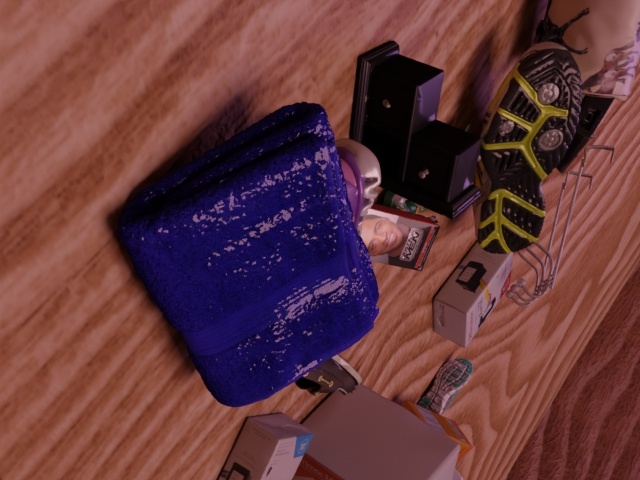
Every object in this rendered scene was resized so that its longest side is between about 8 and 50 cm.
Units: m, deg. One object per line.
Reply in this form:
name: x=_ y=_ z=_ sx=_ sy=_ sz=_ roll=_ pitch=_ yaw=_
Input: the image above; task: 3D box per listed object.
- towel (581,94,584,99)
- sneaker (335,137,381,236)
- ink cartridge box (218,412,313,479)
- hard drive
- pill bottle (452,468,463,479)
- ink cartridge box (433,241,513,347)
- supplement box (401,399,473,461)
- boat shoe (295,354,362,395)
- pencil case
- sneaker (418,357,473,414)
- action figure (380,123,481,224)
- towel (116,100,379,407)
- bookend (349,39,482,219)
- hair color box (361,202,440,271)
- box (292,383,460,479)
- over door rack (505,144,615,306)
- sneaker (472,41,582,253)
towel: x=0.449 y=-0.237 z=1.534 sx=0.237 sy=0.021 sz=0.102 roll=-60 pitch=150 yaw=-6
sneaker: x=0.000 y=0.000 z=0.960 sx=0.104 sy=0.095 sz=0.236 roll=-26 pitch=131 yaw=-40
ink cartridge box: x=-0.090 y=0.334 z=1.126 sx=0.104 sy=0.060 sz=0.180 roll=15 pitch=101 yaw=-63
hard drive: x=0.553 y=-0.271 z=1.653 sx=0.255 sy=0.054 sz=0.172 roll=-55 pitch=172 yaw=-20
pill bottle: x=0.185 y=0.518 z=1.578 sx=0.169 sy=0.169 sz=0.301 roll=-49 pitch=166 yaw=-25
ink cartridge box: x=0.294 y=0.101 z=1.571 sx=0.175 sy=0.072 sz=0.127 roll=-49 pitch=151 yaw=-26
supplement box: x=0.214 y=0.389 z=1.623 sx=0.078 sy=0.080 sz=0.233 roll=-44 pitch=140 yaw=10
boat shoe: x=-0.013 y=0.167 z=1.097 sx=0.069 sy=0.081 sz=0.228 roll=-54 pitch=145 yaw=-10
pencil case: x=0.428 y=-0.422 z=1.223 sx=0.160 sy=0.183 sz=0.410 roll=-36 pitch=141 yaw=-49
sneaker: x=0.264 y=0.323 z=1.746 sx=0.166 sy=0.065 sz=0.076 roll=-46 pitch=157 yaw=-14
action figure: x=0.147 y=-0.065 z=1.186 sx=0.232 sy=0.063 sz=0.137 roll=-35 pitch=145 yaw=-37
towel: x=-0.049 y=0.033 z=0.823 sx=0.227 sy=0.076 sz=0.308 roll=-34 pitch=138 yaw=-14
bookend: x=0.120 y=-0.131 z=0.966 sx=0.072 sy=0.157 sz=0.156 roll=-36 pitch=143 yaw=-42
hair color box: x=0.084 y=-0.008 z=1.079 sx=0.141 sy=0.043 sz=0.072 roll=11 pitch=106 yaw=-34
box: x=0.074 y=0.431 z=1.330 sx=0.168 sy=0.215 sz=0.345 roll=-38 pitch=144 yaw=-38
over door rack: x=0.461 y=-0.032 z=1.650 sx=0.324 sy=0.108 sz=0.239 roll=-63 pitch=170 yaw=-4
sneaker: x=0.303 y=-0.154 z=1.304 sx=0.385 sy=0.145 sz=0.147 roll=97 pitch=-11 yaw=-45
